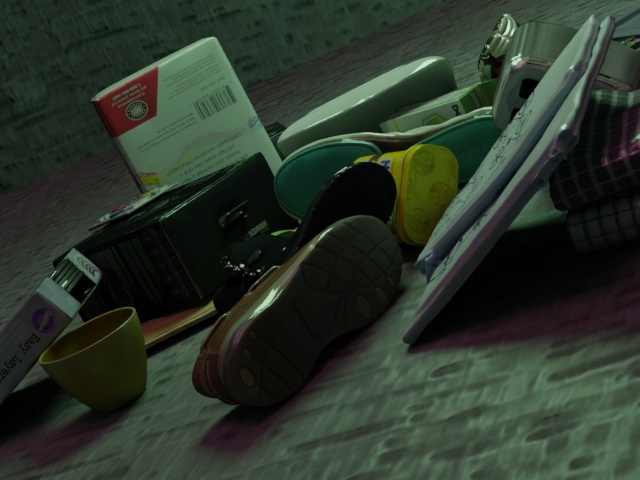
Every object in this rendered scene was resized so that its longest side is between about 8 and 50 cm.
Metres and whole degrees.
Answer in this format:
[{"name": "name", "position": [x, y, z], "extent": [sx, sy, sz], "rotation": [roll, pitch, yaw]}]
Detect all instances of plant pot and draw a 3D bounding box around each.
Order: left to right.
[{"name": "plant pot", "position": [-0.269, 0.157, 1.799], "extent": [0.134, 0.095, 0.134], "rotation": [-26, 13, 7]}]

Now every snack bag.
[{"name": "snack bag", "position": [0.196, -0.068, 1.553], "extent": [0.323, 0.037, 0.342], "rotation": [-54, 3, 33]}]

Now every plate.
[{"name": "plate", "position": [0.081, -0.179, 2.197], "extent": [0.278, 0.045, 0.277], "rotation": [-26, -20, 5]}]

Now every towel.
[{"name": "towel", "position": [0.368, -0.108, 1.540], "extent": [0.235, 0.121, 0.283], "rotation": [-21, 15, 20]}]

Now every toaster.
[{"name": "toaster", "position": [0.303, -0.185, 1.795], "extent": [0.227, 0.129, 0.146], "rotation": [19, 30, 5]}]

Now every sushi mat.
[{"name": "sushi mat", "position": [-0.198, 0.109, 2.004], "extent": [0.316, 0.019, 0.151], "rotation": [-27, 13, -1]}]

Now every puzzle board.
[{"name": "puzzle board", "position": [-0.290, -0.055, 2.233], "extent": [0.096, 0.011, 0.128], "rotation": [-20, 12, 40]}]

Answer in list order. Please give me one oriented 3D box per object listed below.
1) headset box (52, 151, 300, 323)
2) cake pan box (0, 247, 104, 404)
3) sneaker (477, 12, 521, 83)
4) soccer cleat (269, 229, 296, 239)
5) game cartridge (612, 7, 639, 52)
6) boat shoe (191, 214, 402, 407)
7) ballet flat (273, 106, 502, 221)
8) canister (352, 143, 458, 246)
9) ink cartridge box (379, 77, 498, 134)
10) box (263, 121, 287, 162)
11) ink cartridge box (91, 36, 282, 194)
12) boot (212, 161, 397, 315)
[{"name": "headset box", "position": [-0.206, 0.003, 2.126], "extent": [0.283, 0.131, 0.246], "rotation": [-18, 13, 44]}, {"name": "cake pan box", "position": [-0.409, 0.143, 1.962], "extent": [0.267, 0.070, 0.246], "rotation": [-48, 9, 12]}, {"name": "sneaker", "position": [0.296, -0.225, 2.086], "extent": [0.107, 0.118, 0.279], "rotation": [-58, -16, -4]}, {"name": "soccer cleat", "position": [0.000, 0.000, 1.958], "extent": [0.179, 0.060, 0.072], "rotation": [-19, 25, 15]}, {"name": "game cartridge", "position": [0.468, -0.286, 2.144], "extent": [0.230, 0.068, 0.355], "rotation": [-27, 13, -20]}, {"name": "boat shoe", "position": [-0.029, 0.073, 1.623], "extent": [0.116, 0.123, 0.324], "rotation": [-15, 16, 46]}, {"name": "ballet flat", "position": [0.125, -0.097, 1.991], "extent": [0.400, 0.139, 0.139], "rotation": [-12, 19, 33]}, {"name": "canister", "position": [0.100, -0.054, 1.844], "extent": [0.073, 0.126, 0.170], "rotation": [7, -4, -25]}, {"name": "ink cartridge box", "position": [0.196, -0.154, 2.049], "extent": [0.209, 0.109, 0.062], "rotation": [-13, 20, 43]}, {"name": "box", "position": [-0.117, -0.135, 2.596], "extent": [0.156, 0.093, 0.158], "rotation": [-27, 13, -4]}, {"name": "ink cartridge box", "position": [-0.206, -0.150, 2.369], "extent": [0.226, 0.306, 0.131], "rotation": [-29, 13, -8]}, {"name": "boot", "position": [-0.029, 0.002, 1.820], "extent": [0.246, 0.094, 0.207], "rotation": [-57, 23, -10]}]
